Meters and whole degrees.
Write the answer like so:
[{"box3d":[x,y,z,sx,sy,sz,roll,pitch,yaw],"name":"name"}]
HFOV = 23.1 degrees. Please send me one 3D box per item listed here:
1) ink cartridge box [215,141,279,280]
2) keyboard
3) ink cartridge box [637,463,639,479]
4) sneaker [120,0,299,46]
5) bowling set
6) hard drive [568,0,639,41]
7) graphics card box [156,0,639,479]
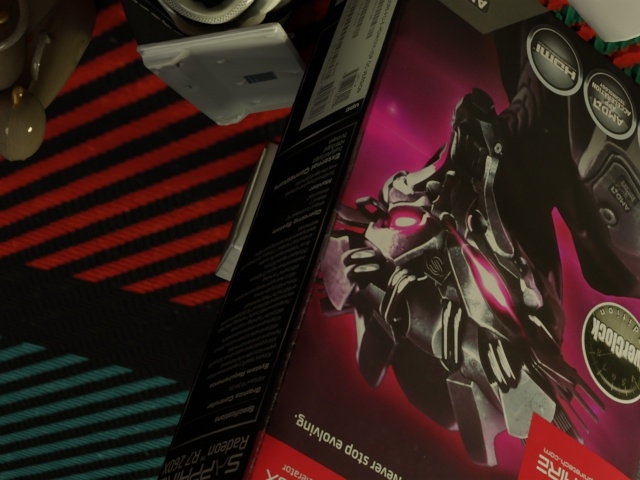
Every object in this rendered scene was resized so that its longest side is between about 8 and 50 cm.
[{"box3d":[0.000,0.000,1.072,0.122,0.089,0.052,24,150,-9],"name":"ink cartridge box"},{"box3d":[-0.044,-0.092,0.888,0.072,0.014,0.256,-15,176,4],"name":"keyboard"},{"box3d":[0.141,0.143,1.259,0.224,0.045,0.223,-20,133,42],"name":"ink cartridge box"},{"box3d":[-0.063,-0.154,0.823,0.122,0.146,0.330,17,149,-3],"name":"sneaker"},{"box3d":[-0.224,-0.168,0.866,0.199,0.154,0.287,16,147,1],"name":"bowling set"},{"box3d":[0.123,-0.233,0.631,0.233,0.047,0.353,-17,136,38],"name":"hard drive"},{"box3d":[0.072,0.037,0.834,0.232,0.371,0.094,34,144,-23],"name":"graphics card box"}]
